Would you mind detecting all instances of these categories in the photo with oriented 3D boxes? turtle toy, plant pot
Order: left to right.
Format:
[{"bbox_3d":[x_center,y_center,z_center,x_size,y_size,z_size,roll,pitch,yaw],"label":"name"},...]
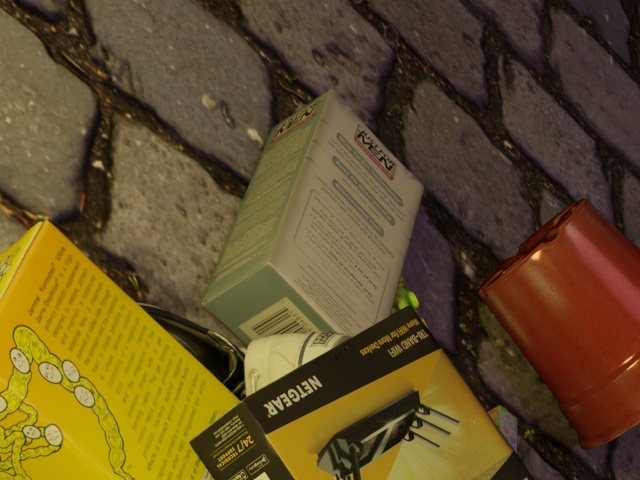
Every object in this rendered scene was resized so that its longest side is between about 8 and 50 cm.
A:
[{"bbox_3d":[0.084,0.088,2.120,0.066,0.130,0.095,-26,88,-19],"label":"turtle toy"},{"bbox_3d":[0.378,0.102,2.391,0.265,0.272,0.272,48,31,-1],"label":"plant pot"}]

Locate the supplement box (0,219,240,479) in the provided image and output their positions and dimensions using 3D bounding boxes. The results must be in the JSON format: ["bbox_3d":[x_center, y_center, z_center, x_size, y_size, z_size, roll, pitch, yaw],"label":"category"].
[{"bbox_3d":[-0.208,0.195,1.519,0.356,0.194,0.195,45,33,-20],"label":"supplement box"}]

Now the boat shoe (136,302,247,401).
[{"bbox_3d":[-0.120,0.145,1.786,0.303,0.091,0.114,20,47,-46],"label":"boat shoe"}]

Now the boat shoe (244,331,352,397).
[{"bbox_3d":[-0.043,0.274,1.751,0.136,0.157,0.367,-16,105,-62],"label":"boat shoe"}]

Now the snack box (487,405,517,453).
[{"bbox_3d":[0.169,0.268,2.037,0.037,0.141,0.100,39,36,-27],"label":"snack box"}]

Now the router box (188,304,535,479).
[{"bbox_3d":[0.055,0.214,1.568,0.243,0.081,0.309,55,34,6],"label":"router box"}]

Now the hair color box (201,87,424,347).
[{"bbox_3d":[0.000,0.000,2.067,0.185,0.114,0.374,46,34,-20],"label":"hair color box"}]
